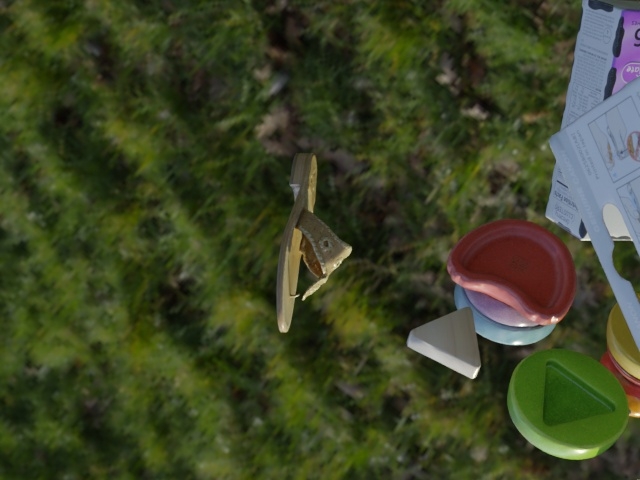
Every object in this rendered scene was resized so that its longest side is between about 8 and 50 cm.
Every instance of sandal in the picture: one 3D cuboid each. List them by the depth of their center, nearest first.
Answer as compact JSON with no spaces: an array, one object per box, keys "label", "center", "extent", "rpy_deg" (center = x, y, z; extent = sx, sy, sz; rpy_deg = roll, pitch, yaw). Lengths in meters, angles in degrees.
[{"label":"sandal","center":[-0.001,-0.003,1.475],"extent":[0.079,0.240,0.088],"rpy_deg":[1,149,8]}]

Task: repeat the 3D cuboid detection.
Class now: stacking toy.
[{"label":"stacking toy","center":[0.257,0.139,1.421],"extent":[0.309,0.279,0.130],"rpy_deg":[34,141,19]}]

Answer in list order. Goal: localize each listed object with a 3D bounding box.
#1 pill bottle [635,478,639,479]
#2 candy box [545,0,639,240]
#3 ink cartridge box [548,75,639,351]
[{"label":"pill bottle","center":[0.374,0.348,1.318],"extent":[0.094,0.094,0.169],"rpy_deg":[-13,96,55]},{"label":"candy box","center":[0.294,-0.100,1.042],"extent":[0.070,0.165,0.196],"rpy_deg":[-133,46,-64]},{"label":"ink cartridge box","center":[0.239,-0.022,0.664],"extent":[0.189,0.066,0.232],"rpy_deg":[69,158,9]}]
